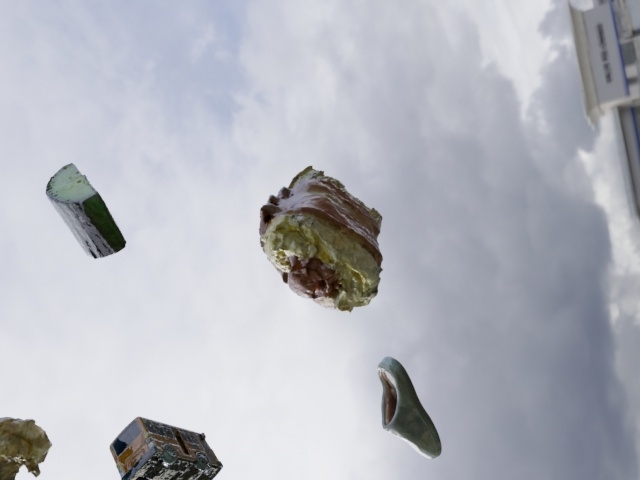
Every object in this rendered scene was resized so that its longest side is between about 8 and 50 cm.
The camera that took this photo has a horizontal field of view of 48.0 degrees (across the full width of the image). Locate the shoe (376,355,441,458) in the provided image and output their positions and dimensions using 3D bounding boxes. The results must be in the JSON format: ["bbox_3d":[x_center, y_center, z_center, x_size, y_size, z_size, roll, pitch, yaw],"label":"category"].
[{"bbox_3d":[0.130,0.287,1.187,0.078,0.079,0.195,-28,-75,-19],"label":"shoe"}]

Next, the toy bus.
[{"bbox_3d":[-0.264,0.373,1.236,0.103,0.091,0.182,48,-173,39],"label":"toy bus"}]

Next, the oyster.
[{"bbox_3d":[-0.579,0.369,1.078,0.100,0.275,0.271,109,173,-48],"label":"oyster"}]

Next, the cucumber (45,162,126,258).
[{"bbox_3d":[-0.334,-0.037,1.019,0.062,0.116,0.115,-35,-56,-14],"label":"cucumber"}]

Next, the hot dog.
[{"bbox_3d":[0.000,0.000,0.775,0.146,0.103,0.213,38,-159,-6],"label":"hot dog"}]
